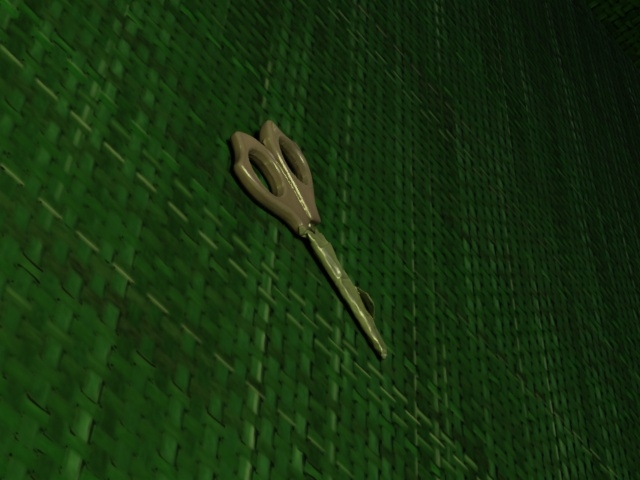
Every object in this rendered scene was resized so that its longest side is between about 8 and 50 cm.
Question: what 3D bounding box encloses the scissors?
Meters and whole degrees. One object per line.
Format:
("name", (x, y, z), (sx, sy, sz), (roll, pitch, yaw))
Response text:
("scissors", (0.000, 0.000, 1.101), (0.212, 0.021, 0.110), (57, 26, 3))
